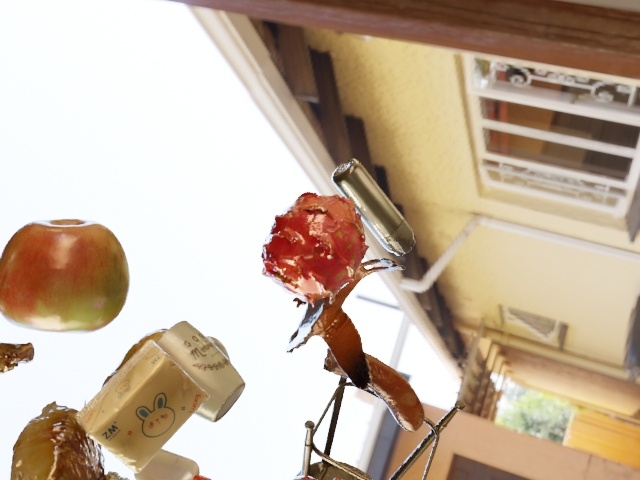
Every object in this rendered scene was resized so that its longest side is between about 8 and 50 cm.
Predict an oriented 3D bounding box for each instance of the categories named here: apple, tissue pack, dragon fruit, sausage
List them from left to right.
[{"bbox_3d":[-0.616,0.081,1.923,0.319,0.319,0.277,12,-96,-71],"label":"apple"},{"bbox_3d":[-0.325,0.306,1.471,0.196,0.092,0.148,-46,-55,-13],"label":"tissue pack"},{"bbox_3d":[0.000,0.000,1.594,0.268,0.205,0.210,-50,-18,-40],"label":"dragon fruit"},{"bbox_3d":[0.142,0.346,1.929,0.103,0.302,0.076,-51,11,9],"label":"sausage"}]

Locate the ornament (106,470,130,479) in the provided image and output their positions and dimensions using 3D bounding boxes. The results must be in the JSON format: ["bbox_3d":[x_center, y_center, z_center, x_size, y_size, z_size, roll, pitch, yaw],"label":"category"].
[{"bbox_3d":[-0.558,0.665,2.209,0.092,0.068,0.041,114,146,-52],"label":"ornament"}]

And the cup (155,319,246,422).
[{"bbox_3d":[-0.305,0.339,2.106,0.186,0.234,0.258,-59,-12,25],"label":"cup"}]

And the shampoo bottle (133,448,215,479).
[{"bbox_3d":[-0.368,0.603,2.061,0.108,0.220,0.051,-53,-36,-43],"label":"shampoo bottle"}]

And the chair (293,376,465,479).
[{"bbox_3d":[0.115,0.607,2.168,0.365,0.361,0.410,-52,-14,-58],"label":"chair"}]

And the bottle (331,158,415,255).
[{"bbox_3d":[0.127,-0.071,1.833,0.079,0.254,0.096,-38,22,3],"label":"bottle"}]

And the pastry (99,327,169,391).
[{"bbox_3d":[-0.506,0.413,2.335,0.356,0.164,0.356,-48,-21,-25],"label":"pastry"}]

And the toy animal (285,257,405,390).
[{"bbox_3d":[0.023,0.132,1.764,0.225,0.302,0.284,27,-89,-30],"label":"toy animal"}]

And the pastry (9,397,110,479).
[{"bbox_3d":[-0.532,0.511,1.668,0.329,0.136,0.330,-13,-90,-89],"label":"pastry"}]

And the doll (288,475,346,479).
[{"bbox_3d":[-0.049,0.636,1.840,0.363,0.182,0.160,-13,-53,-36],"label":"doll"}]

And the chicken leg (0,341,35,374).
[{"bbox_3d":[-0.736,0.163,1.508,0.295,0.409,0.182,-107,26,-78],"label":"chicken leg"}]
